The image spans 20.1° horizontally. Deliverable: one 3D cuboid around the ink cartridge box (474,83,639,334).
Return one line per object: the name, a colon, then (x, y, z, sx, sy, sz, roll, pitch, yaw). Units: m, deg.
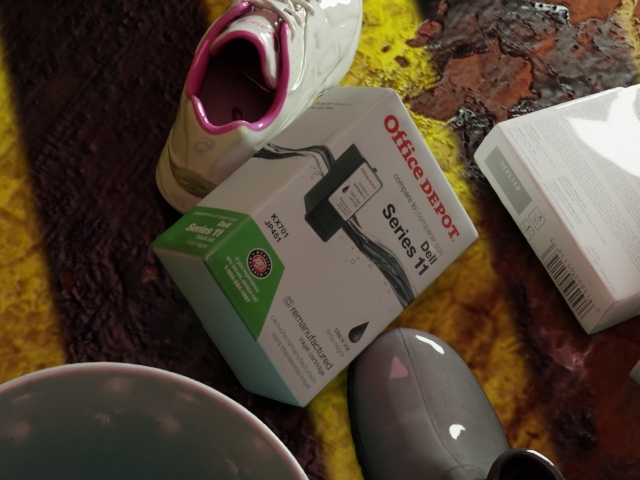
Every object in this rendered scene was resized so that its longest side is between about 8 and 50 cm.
ink cartridge box: (0.262, -0.038, 1.495, 0.224, 0.056, 0.181, -17, 67, -35)

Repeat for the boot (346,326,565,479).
boot: (0.119, 0.182, 1.265, 0.118, 0.223, 0.338, -16, 68, -13)

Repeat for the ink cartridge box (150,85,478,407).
ink cartridge box: (0.000, 0.000, 1.374, 0.208, 0.087, 0.153, -43, 116, -23)

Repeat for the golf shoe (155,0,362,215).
golf shoe: (-0.035, -0.160, 1.456, 0.115, 0.140, 0.306, 19, 63, 4)

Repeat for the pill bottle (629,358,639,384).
pill bottle: (0.348, 0.132, 1.374, 0.216, 0.121, 0.121, 37, 66, 11)

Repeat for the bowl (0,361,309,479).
bowl: (-0.149, 0.255, 1.231, 0.311, 0.163, 0.311, 2, 65, -5)
